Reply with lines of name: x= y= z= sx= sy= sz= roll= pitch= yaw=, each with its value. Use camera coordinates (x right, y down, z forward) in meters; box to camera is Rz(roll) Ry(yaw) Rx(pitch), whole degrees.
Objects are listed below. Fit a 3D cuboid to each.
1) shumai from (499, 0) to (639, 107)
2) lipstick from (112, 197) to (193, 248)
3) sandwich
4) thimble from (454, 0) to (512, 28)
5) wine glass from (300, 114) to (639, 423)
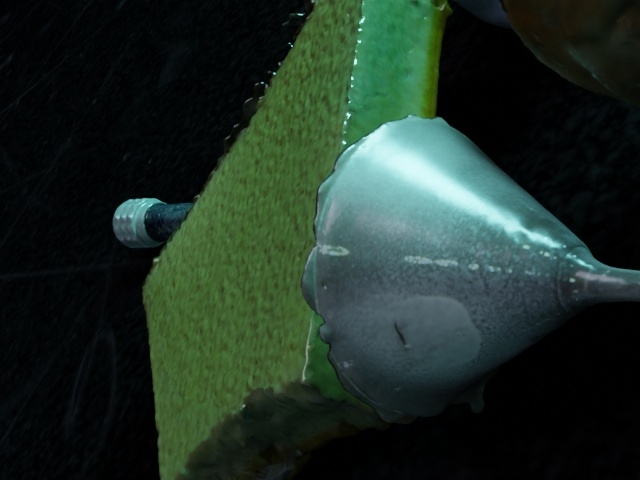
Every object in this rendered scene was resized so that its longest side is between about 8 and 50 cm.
shumai: x=0.161 y=-0.115 z=0.327 sx=0.209 sy=0.161 sz=0.153 roll=-22 pitch=33 yaw=11
lipstick: x=-0.097 y=-0.012 z=0.686 sx=0.116 sy=0.037 sz=0.037 roll=0 pitch=56 yaw=49
sandwich: x=0.000 y=0.000 z=0.463 sx=0.245 sy=0.063 sz=0.212 roll=-58 pitch=28 yaw=24
thimble: x=0.108 y=-0.199 z=0.520 sx=0.151 sy=0.127 sz=0.118 roll=-45 pitch=25 yaw=32
wine glass: x=0.095 y=0.011 z=0.323 sx=0.183 sy=0.122 sz=0.122 roll=0 pitch=56 yaw=48
